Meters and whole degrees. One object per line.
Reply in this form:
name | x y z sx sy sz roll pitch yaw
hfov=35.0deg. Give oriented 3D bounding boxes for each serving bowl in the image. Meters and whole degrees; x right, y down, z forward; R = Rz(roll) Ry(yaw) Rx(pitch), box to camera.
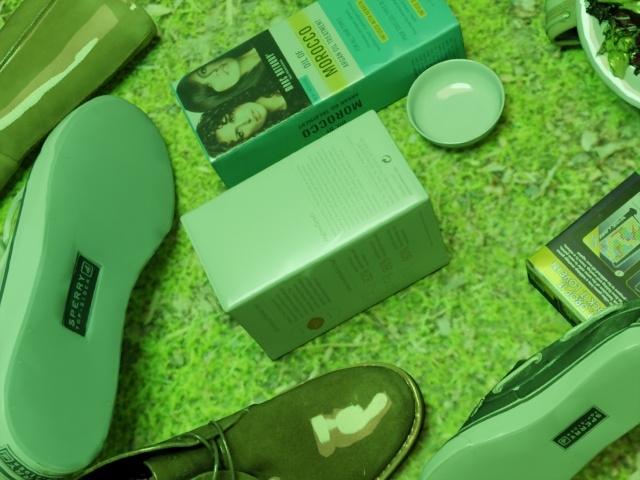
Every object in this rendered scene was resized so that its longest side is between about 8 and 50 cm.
serving bowl | 0.117 -0.113 0.872 0.083 0.027 0.083 -5 65 12

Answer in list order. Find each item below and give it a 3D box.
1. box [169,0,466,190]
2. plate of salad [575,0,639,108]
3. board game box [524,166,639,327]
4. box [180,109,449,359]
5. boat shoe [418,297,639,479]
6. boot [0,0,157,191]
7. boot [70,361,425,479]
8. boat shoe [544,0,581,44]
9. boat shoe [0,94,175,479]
box | -0.002 -0.150 0.902 0.244 0.060 0.100 -29 63 0
plate of salad | 0.287 -0.189 0.760 0.200 0.048 0.199 -1 89 29
board game box | 0.262 0.038 0.757 0.141 0.048 0.170 -39 63 -2
box | 0.000 0.000 0.796 0.170 0.130 0.091 -29 64 1
boat shoe | 0.159 0.123 0.721 0.219 0.078 0.070 -39 23 21
boot | -0.327 -0.164 0.984 0.236 0.089 0.269 35 80 13
boot | -0.065 0.173 0.747 0.305 0.115 0.112 -27 61 1
boat shoe | 0.327 -0.209 0.826 0.285 0.104 0.089 0 74 27
boat shoe | -0.228 0.041 0.841 0.156 0.136 0.367 -24 45 32
